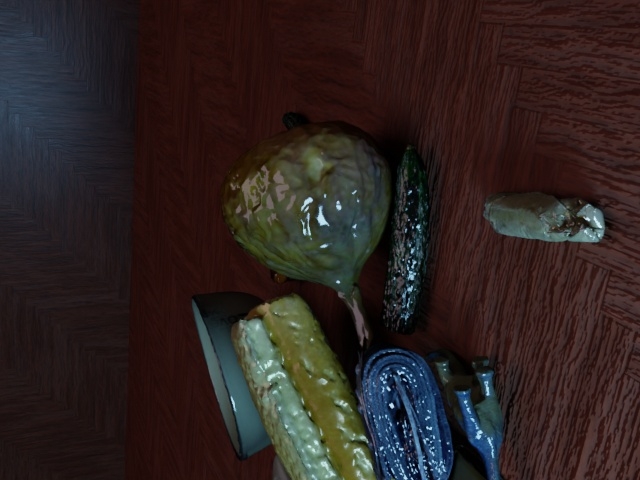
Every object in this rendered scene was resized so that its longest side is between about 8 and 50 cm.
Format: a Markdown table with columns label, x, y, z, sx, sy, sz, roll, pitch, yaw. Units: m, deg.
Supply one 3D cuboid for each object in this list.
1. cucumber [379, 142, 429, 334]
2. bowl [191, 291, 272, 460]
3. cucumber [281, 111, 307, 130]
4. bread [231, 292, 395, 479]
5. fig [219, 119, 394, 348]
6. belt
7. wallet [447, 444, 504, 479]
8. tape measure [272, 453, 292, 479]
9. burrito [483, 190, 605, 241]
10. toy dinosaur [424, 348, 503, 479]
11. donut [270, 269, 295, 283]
| label | x | y | z | sx | sy | sz | roll | pitch | yaw |
| --- | --- | --- | --- | --- | --- | --- | --- | --- | --- |
| cucumber | 0.135 | -0.001 | 1.036 | 0.067 | 0.068 | 0.293 | 27 | 115 | 60 |
| bowl | -0.134 | 0.259 | 1.413 | 0.354 | 0.185 | 0.353 | 164 | 90 | -75 |
| cucumber | -0.024 | -0.200 | 1.362 | 0.256 | 0.043 | 0.044 | 57 | 135 | 46 |
| bread | -0.022 | 0.279 | 1.145 | 0.375 | 0.165 | 0.236 | 63 | 168 | 5 |
| fig | 0.000 | 0.000 | 1.077 | 0.286 | 0.286 | 0.368 | -34 | 68 | 60 |
| belt | 0.121 | 0.256 | 0.976 | 0.128 | 0.122 | 0.218 | 124 | 131 | -82 |
| wallet | 0.210 | 0.403 | 0.957 | 0.110 | 0.031 | 0.198 | 38 | 125 | 56 |
| tape measure | -0.012 | 0.569 | 1.313 | 0.231 | 0.133 | 0.271 | -141 | 52 | -65 |
| burrito | 0.259 | -0.030 | 0.811 | 0.188 | 0.045 | 0.058 | 14 | 97 | 64 |
| toy dinosaur | 0.206 | 0.252 | 0.919 | 0.248 | 0.075 | 0.188 | -137 | 36 | -76 |
| donut | -0.072 | 0.023 | 1.456 | 0.140 | 0.059 | 0.140 | 6 | 97 | 63 |
